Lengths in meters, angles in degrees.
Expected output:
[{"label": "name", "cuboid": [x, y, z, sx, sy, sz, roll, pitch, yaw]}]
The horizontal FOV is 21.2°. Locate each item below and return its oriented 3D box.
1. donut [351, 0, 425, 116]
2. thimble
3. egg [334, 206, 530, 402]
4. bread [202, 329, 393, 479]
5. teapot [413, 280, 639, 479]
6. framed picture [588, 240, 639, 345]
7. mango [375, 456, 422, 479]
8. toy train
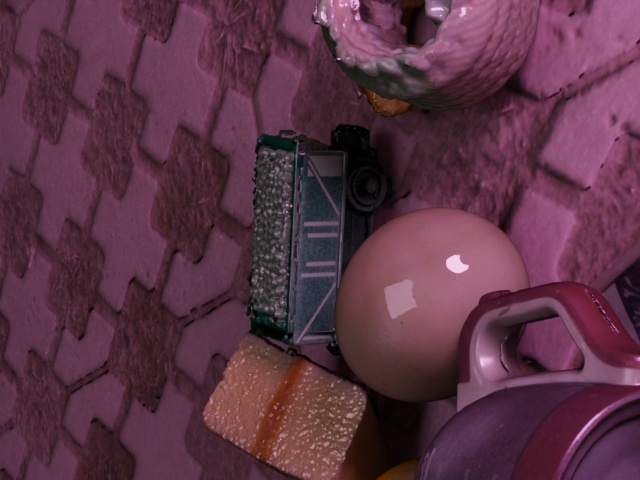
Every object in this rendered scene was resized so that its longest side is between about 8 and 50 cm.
[{"label": "donut", "cuboid": [0.087, -0.222, 1.891, 0.146, 0.078, 0.181, -44, 61, 52]}, {"label": "thimble", "cuboid": [0.109, -0.243, 1.720, 0.219, 0.150, 0.219, -4, 82, 32]}, {"label": "egg", "cuboid": [0.109, 0.071, 1.750, 0.253, 0.189, 0.188, 127, 133, -57]}, {"label": "bread", "cuboid": [0.007, 0.222, 1.993, 0.240, 0.178, 0.135, 21, 81, 47]}, {"label": "teapot", "cuboid": [0.205, 0.193, 1.526, 0.312, 0.233, 0.314, 1, 88, 61]}, {"label": "framed picture", "cuboid": [0.351, 0.060, 1.507, 0.281, 0.019, 0.209, -52, 49, 46]}, {"label": "mango", "cuboid": [0.147, 0.303, 1.745, 0.251, 0.156, 0.114, 25, 137, 43]}, {"label": "toy train", "cuboid": [0.000, 0.000, 1.963, 0.115, 0.154, 0.269, 16, 105, 60]}]
